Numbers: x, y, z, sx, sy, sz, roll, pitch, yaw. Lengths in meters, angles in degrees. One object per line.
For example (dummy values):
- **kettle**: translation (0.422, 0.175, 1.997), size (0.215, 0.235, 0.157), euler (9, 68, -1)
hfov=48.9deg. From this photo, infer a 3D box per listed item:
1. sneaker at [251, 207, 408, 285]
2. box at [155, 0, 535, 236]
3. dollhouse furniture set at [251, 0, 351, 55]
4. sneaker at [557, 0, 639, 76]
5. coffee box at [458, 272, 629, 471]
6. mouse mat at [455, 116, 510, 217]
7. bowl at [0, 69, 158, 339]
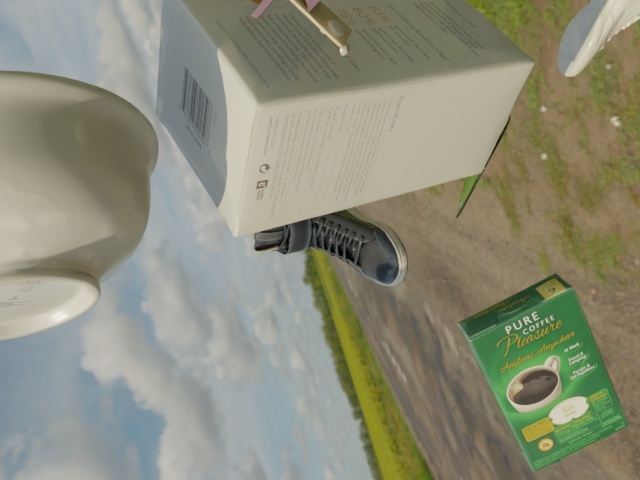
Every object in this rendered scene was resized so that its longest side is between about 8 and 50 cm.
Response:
- **sneaker**: translation (-0.001, 0.001, 0.962), size (0.226, 0.163, 0.086), euler (41, 128, 44)
- **box**: translation (0.021, -0.169, 0.786), size (0.215, 0.345, 0.168), euler (54, 145, 32)
- **dollhouse furniture set**: translation (0.017, -0.216, 0.589), size (0.081, 0.091, 0.114), euler (38, -130, -16)
- **sneaker**: translation (0.459, -0.350, 1.109), size (0.080, 0.094, 0.212), euler (-109, 35, -50)
- **coffee box**: translation (0.224, 0.134, 0.702), size (0.184, 0.113, 0.040), euler (59, -175, -22)
- **mouse mat**: translation (0.234, -0.128, 0.996), size (0.190, 0.007, 0.153), euler (-61, -5, -57)
- **bowl**: translation (-0.270, 0.000, 0.593), size (0.298, 0.297, 0.134), euler (74, 177, -73)
